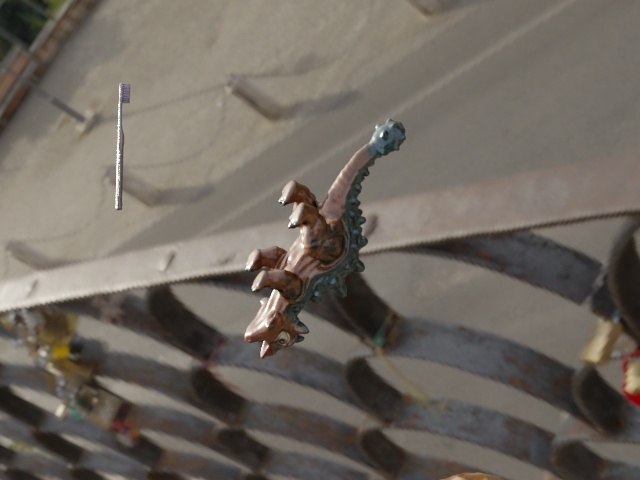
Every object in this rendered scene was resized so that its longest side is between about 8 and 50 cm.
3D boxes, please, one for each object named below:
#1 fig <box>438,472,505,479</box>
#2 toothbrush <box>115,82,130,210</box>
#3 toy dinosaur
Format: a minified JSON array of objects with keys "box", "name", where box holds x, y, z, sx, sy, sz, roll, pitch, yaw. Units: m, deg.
[{"box":[0.177,0.458,1.511,0.369,0.286,0.286,113,178,-67],"name":"fig"},{"box":[-0.145,-0.069,0.870,0.006,0.008,0.097,118,154,-78],"name":"toothbrush"},{"box":[0.000,0.000,0.639,0.154,0.055,0.049,-58,18,16],"name":"toy dinosaur"}]
